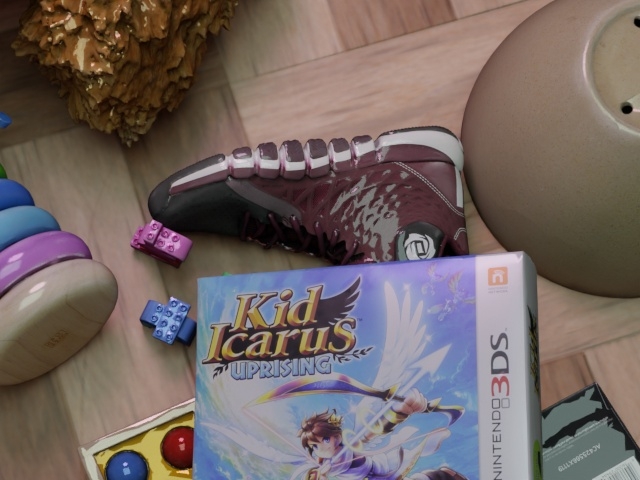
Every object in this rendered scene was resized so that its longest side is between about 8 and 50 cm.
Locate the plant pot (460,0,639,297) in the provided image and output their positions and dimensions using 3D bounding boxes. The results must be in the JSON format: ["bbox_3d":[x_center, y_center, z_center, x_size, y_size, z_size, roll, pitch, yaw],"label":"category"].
[{"bbox_3d":[0.271,-0.111,1.521,0.284,0.191,0.284,0,72,-2],"label":"plant pot"}]

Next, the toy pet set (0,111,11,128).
[{"bbox_3d":[-0.343,-0.115,1.470,0.122,0.114,0.065,46,111,18],"label":"toy pet set"}]

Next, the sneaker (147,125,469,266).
[{"bbox_3d":[0.000,0.000,1.521,0.281,0.106,0.162,-10,76,-6],"label":"sneaker"}]

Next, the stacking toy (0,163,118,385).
[{"bbox_3d":[-0.319,-0.038,1.517,0.141,0.141,0.330,-35,70,-12],"label":"stacking toy"}]

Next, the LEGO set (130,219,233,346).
[{"bbox_3d":[-0.075,0.064,1.497,0.227,0.093,0.087,25,79,5],"label":"LEGO set"}]

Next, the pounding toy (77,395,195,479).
[{"bbox_3d":[-0.112,0.211,1.448,0.130,0.100,0.141,-23,74,-9],"label":"pounding toy"}]

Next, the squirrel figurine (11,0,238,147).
[{"bbox_3d":[-0.222,-0.275,1.473,0.397,0.281,0.370,47,40,-15],"label":"squirrel figurine"}]

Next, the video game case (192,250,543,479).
[{"bbox_3d":[0.034,0.140,1.359,0.270,0.061,0.244,-5,70,16],"label":"video game case"}]

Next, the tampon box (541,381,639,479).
[{"bbox_3d":[0.189,0.200,1.433,0.120,0.161,0.101,-28,76,-9],"label":"tampon box"}]
